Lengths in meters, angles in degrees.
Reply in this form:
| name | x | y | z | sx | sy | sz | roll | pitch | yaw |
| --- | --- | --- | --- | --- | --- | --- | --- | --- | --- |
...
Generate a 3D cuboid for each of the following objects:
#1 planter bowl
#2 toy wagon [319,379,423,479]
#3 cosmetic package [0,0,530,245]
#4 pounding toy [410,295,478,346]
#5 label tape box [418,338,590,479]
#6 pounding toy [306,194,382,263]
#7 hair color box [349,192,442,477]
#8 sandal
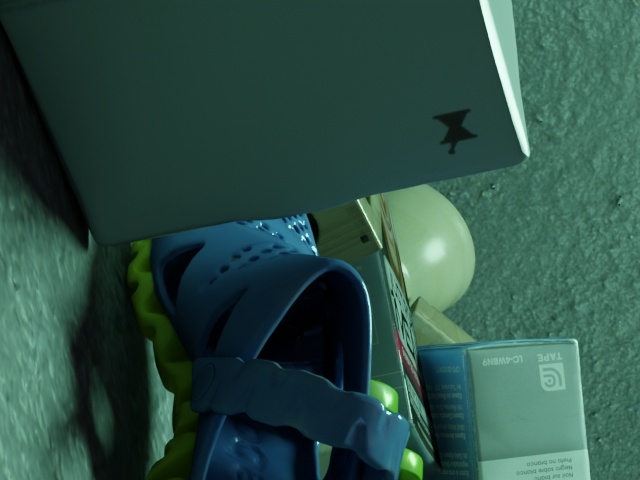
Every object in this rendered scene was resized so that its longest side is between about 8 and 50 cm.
| name | x | y | z | sx | sy | sz | roll | pitch | yaw |
| --- | --- | --- | --- | --- | --- | --- | --- | --- | --- |
| planter bowl | 0.066 | 0.028 | 2.026 | 0.109 | 0.162 | 0.162 | -43 | 124 | -52 |
| toy wagon | 0.031 | 0.267 | 1.353 | 0.344 | 0.068 | 0.267 | 68 | 22 | -60 |
| cosmetic package | -0.022 | -0.216 | 1.091 | 0.453 | 0.230 | 0.161 | -90 | 165 | -49 |
| pounding toy | 0.063 | 0.156 | 1.883 | 0.094 | 0.181 | 0.206 | 39 | 7 | 1 |
| label tape box | 0.132 | 0.260 | 1.654 | 0.249 | 0.115 | 0.348 | 167 | -83 | -69 |
| pounding toy | -0.024 | -0.001 | 1.341 | 0.100 | 0.130 | 0.141 | 62 | 11 | -21 |
| hair color box | 0.000 | 0.000 | 1.555 | 0.185 | 0.113 | 0.374 | 62 | 16 | -69 |
| sandal | -0.020 | 0.056 | 0.997 | 0.126 | 0.138 | 0.317 | 23 | 35 | -27 |
